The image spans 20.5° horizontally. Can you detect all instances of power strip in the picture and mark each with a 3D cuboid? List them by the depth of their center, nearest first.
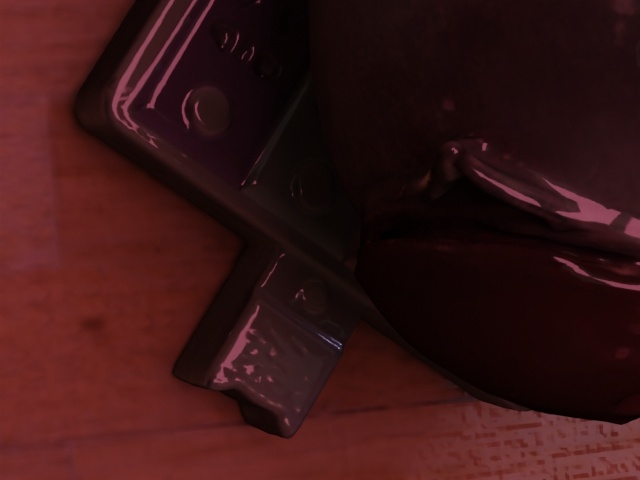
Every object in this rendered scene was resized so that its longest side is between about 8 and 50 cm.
[{"bbox_3d":[0.000,0.000,0.664,0.216,0.061,0.145,36,77,-21],"label":"power strip"}]

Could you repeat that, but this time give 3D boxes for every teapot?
[{"bbox_3d":[0.124,-0.085,0.605,0.315,0.233,0.312,28,71,-53],"label":"teapot"}]
